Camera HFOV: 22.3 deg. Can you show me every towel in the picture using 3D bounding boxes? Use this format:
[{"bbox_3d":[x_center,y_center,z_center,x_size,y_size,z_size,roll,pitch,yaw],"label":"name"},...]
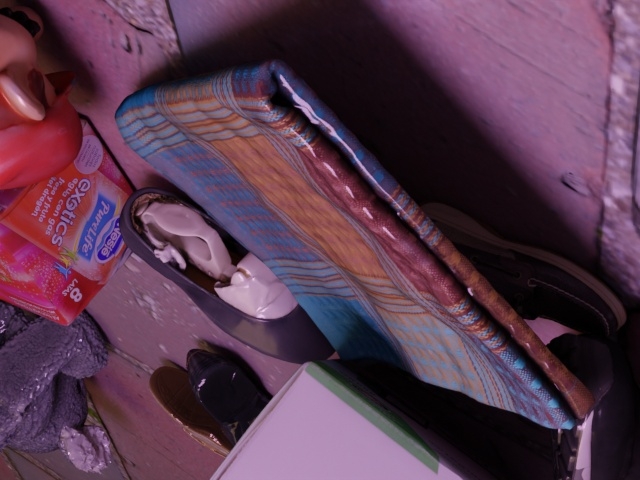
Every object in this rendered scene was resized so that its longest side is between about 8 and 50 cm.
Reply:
[{"bbox_3d":[0.000,0.000,1.014,0.271,0.040,0.370,46,170,-14],"label":"towel"}]

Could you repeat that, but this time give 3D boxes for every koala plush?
[{"bbox_3d":[-0.324,0.164,1.738,0.196,0.203,0.221,27,166,26],"label":"koala plush"}]

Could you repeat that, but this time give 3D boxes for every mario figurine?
[{"bbox_3d":[-0.262,-0.172,1.109,0.198,0.170,0.320,45,170,51],"label":"mario figurine"}]

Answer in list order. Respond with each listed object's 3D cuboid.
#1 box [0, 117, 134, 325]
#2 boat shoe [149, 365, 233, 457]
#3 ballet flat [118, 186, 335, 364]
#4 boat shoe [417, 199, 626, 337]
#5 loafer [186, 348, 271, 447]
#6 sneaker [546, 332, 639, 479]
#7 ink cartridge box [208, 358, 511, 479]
[{"bbox_3d":[-0.280,-0.040,1.351,0.256,0.123,0.128,18,150,40],"label":"box"},{"bbox_3d":[-0.116,0.177,1.600,0.135,0.050,0.045,40,152,-3],"label":"boat shoe"},{"bbox_3d":[-0.072,0.022,1.231,0.203,0.074,0.074,34,157,16],"label":"ballet flat"},{"bbox_3d":[0.112,0.028,0.990,0.152,0.049,0.056,25,153,29],"label":"boat shoe"},{"bbox_3d":[-0.069,0.161,1.506,0.170,0.062,0.061,60,171,-34],"label":"loafer"},{"bbox_3d":[0.209,0.143,1.018,0.124,0.107,0.283,-8,142,6],"label":"sneaker"},{"bbox_3d":[0.050,0.189,1.166,0.211,0.121,0.289,37,-179,6],"label":"ink cartridge box"}]
